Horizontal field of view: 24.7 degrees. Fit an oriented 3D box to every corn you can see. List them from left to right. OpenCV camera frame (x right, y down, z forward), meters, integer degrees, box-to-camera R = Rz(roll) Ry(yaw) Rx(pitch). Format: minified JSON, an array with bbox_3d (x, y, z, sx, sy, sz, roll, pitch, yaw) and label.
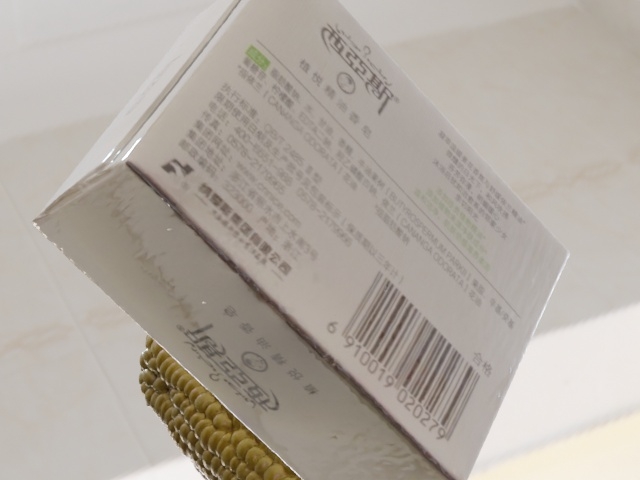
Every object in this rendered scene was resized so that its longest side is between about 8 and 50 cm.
[{"bbox_3d":[-0.064,0.166,1.320,0.130,0.347,0.130,-17,-56,-26],"label":"corn"}]

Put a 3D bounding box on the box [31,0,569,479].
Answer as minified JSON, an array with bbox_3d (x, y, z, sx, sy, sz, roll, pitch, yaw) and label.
[{"bbox_3d":[0.000,0.000,0.829,0.260,0.194,0.111,45,-41,-15],"label":"box"}]
